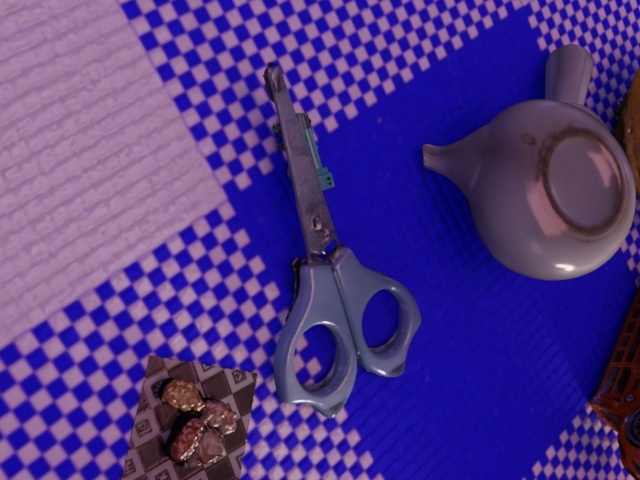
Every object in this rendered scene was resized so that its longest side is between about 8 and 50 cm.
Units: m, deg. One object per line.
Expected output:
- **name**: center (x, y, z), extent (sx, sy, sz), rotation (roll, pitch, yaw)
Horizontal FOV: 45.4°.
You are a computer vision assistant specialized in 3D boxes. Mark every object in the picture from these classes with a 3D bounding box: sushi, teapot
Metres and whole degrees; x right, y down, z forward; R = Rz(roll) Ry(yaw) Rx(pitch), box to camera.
- **sushi**: center (-0.112, 0.178, 0.705), extent (0.120, 0.026, 0.126), rotation (16, 80, -33)
- **teapot**: center (0.286, -0.091, 0.905), extent (0.318, 0.149, 0.220), rotation (-37, 99, -27)

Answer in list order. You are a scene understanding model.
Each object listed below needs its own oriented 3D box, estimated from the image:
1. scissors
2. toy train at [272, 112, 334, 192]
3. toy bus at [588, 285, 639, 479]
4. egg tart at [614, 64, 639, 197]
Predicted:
- **scissors**: center (-0.001, 0.000, 0.765), extent (0.191, 0.029, 0.360), rotation (-26, 108, -30)
- **toy train**: center (-0.016, -0.088, 0.778), extent (0.045, 0.029, 0.092), rotation (-22, 99, -40)
- **toy bus**: center (0.469, 0.178, 1.017), extent (0.143, 0.153, 0.329), rotation (41, 66, -24)
- **egg tart**: center (0.503, -0.141, 1.075), extent (0.290, 0.115, 0.290), rotation (0, 89, -32)
